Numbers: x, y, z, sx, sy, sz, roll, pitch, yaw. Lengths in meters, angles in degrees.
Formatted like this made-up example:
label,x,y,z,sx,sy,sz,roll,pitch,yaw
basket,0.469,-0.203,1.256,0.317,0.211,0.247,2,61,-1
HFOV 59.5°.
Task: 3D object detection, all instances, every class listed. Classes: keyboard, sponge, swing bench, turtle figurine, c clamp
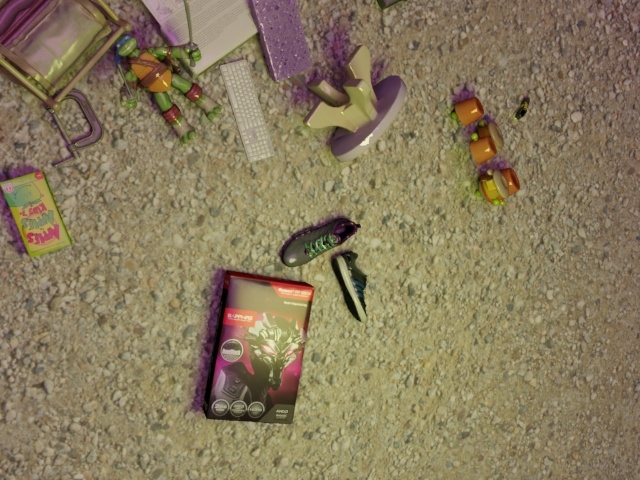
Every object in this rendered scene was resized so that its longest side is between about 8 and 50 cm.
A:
label,x,y,z,sx,sy,sz,roll,pitch,yaw
keyboard,-0.191,-0.337,1.461,0.072,0.014,0.256,-19,98,-17
sponge,-0.098,-0.525,1.430,0.117,0.031,0.210,-29,124,-21
swing bench,-0.600,-0.457,1.219,0.253,0.254,0.165,-52,142,-9
turtle figurine,-0.350,-0.356,1.286,0.266,0.274,0.198,47,55,-35
c clamp,-0.592,-0.271,1.323,0.137,0.022,0.161,-22,100,-16

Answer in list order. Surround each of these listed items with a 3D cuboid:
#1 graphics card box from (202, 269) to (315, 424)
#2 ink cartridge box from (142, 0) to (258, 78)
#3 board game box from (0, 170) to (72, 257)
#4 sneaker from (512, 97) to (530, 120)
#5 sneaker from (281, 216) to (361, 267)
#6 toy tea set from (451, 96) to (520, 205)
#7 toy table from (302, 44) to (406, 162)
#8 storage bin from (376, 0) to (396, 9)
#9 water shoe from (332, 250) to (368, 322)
label,x,y,z,sx,sy,sz,roll,pitch,yaw
graphics card box,-0.161,0.279,1.456,0.232,0.094,0.371,11,90,-19
ink cartridge box,-0.279,-0.597,1.393,0.296,0.066,0.261,-40,104,-14
board game box,-0.657,-0.061,1.299,0.092,0.043,0.181,-21,99,-17
sneaker,0.627,-0.405,1.724,0.031,0.035,0.083,32,82,-18
sneaker,0.000,0.000,1.495,0.223,0.098,0.083,-32,102,-15
toy tea set,0.464,-0.249,1.639,0.200,0.124,0.336,1,71,-52
toy table,0.083,-0.359,1.452,0.161,0.252,0.274,39,71,-33
storage bin,0.188,-0.709,1.538,0.091,0.098,0.135,-34,102,-4
water shoe,0.103,0.128,1.549,0.080,0.073,0.203,-24,100,-19
